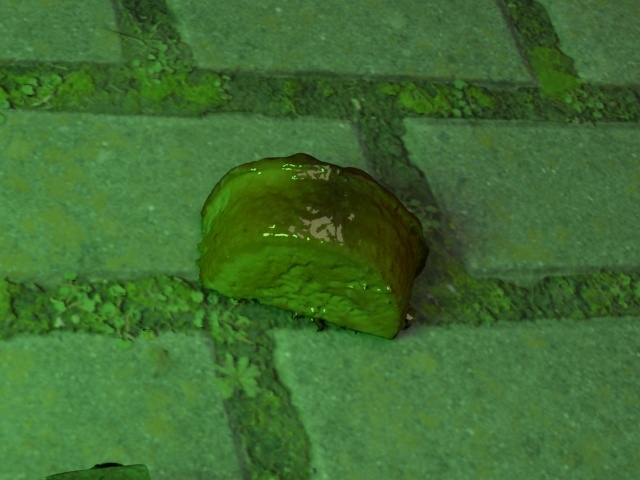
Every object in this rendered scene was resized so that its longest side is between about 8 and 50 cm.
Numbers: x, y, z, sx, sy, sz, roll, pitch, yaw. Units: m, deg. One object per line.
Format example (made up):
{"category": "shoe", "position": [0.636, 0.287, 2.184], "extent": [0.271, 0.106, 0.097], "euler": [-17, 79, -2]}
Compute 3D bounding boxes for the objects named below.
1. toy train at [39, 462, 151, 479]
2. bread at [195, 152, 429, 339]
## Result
{"category": "toy train", "position": [-0.160, 0.315, 1.200], "extent": [0.159, 0.129, 0.326], "euler": [-5, 53, -19]}
{"category": "bread", "position": [0.000, 0.000, 1.550], "extent": [0.229, 0.139, 0.143], "euler": [15, 54, -8]}
